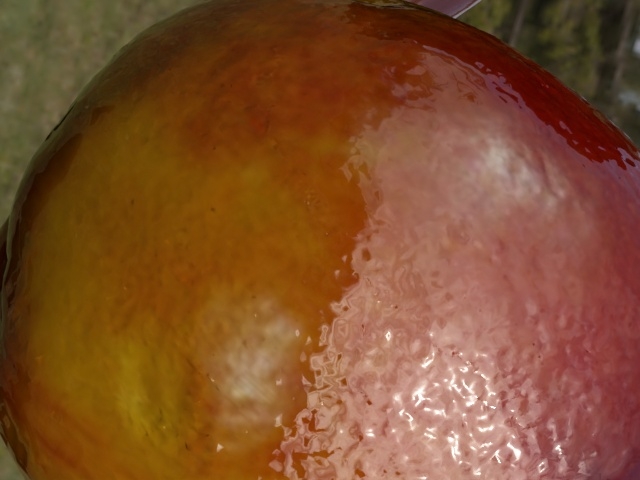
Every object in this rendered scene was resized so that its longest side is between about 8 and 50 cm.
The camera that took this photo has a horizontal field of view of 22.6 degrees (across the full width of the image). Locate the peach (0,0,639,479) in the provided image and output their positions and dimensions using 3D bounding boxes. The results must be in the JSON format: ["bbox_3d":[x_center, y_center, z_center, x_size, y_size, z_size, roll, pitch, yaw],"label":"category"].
[{"bbox_3d":[0.010,0.035,0.619,0.238,0.281,0.281,112,-3,-52],"label":"peach"}]

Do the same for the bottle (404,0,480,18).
[{"bbox_3d":[0.091,-0.248,1.276,0.336,0.144,0.144,-32,-160,28],"label":"bottle"}]
